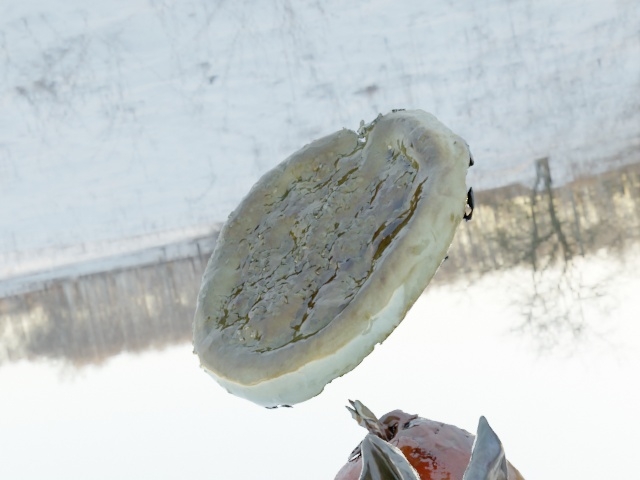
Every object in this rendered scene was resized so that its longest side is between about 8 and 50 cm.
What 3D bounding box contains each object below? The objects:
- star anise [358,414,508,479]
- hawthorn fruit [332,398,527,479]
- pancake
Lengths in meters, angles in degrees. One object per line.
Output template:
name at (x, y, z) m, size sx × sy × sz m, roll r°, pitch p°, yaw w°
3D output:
star anise at (0.066, 0.198, 0.433) m, size 0.073 × 0.197 × 0.212 m, roll 27°, pitch -173°, yaw -43°
hawthorn fruit at (0.116, 0.320, 1.069) m, size 0.276 × 0.308 × 0.276 m, roll -25°, pitch -178°, yaw 1°
pancake at (0.001, 0.001, 0.965) m, size 0.382 × 0.071 × 0.382 m, roll -32°, pitch -148°, yaw 23°
